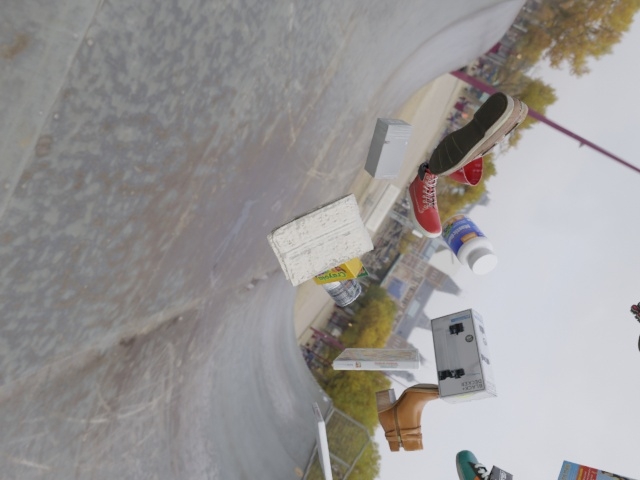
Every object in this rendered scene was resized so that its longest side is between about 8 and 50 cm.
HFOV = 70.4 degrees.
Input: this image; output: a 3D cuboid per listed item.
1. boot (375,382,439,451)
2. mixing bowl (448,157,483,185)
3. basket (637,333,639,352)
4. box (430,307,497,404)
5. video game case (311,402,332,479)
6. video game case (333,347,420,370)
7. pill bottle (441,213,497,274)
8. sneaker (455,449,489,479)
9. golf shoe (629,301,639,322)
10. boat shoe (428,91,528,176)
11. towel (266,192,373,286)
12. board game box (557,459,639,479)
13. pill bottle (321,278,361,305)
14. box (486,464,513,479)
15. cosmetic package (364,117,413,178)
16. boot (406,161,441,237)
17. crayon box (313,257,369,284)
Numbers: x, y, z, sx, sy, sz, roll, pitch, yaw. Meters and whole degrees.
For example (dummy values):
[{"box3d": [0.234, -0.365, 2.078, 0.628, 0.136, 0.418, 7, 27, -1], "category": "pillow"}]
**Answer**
[{"box3d": [0.331, 0.634, 1.615, 0.284, 0.220, 0.109, -21, 163, 29], "category": "boot"}, {"box3d": [0.528, -0.293, 1.704, 0.182, 0.098, 0.181, -2, 93, -47], "category": "mixing bowl"}, {"box3d": [0.993, 0.297, 1.197, 0.204, 0.154, 0.227, -54, -153, -6], "category": "basket"}, {"box3d": [0.486, 0.396, 1.556, 0.169, 0.087, 0.289, -23, -131, 33], "category": "box"}, {"box3d": [0.004, 0.651, 1.465, 0.183, 0.023, 0.201, 168, -86, -82], "category": "video game case"}, {"box3d": [0.153, 0.305, 1.178, 0.227, 0.207, 0.026, 25, 63, -78], "category": "video game case"}, {"box3d": [0.639, 0.017, 1.948, 0.152, 0.153, 0.272, -63, -152, 29], "category": "pill bottle"}, {"box3d": [0.534, 0.790, 1.415, 0.121, 0.108, 0.302, -51, -143, 26], "category": "sneaker"}, {"box3d": [1.248, 0.316, 1.633, 0.120, 0.105, 0.272, -47, -146, 29], "category": "golf shoe"}, {"box3d": [0.436, -0.271, 1.262, 0.307, 0.105, 0.110, -41, -131, 48], "category": "boat shoe"}, {"box3d": [0.000, 0.000, 1.322, 0.283, 0.187, 0.049, -24, -163, -4], "category": "towel"}, {"box3d": [0.948, 0.888, 1.500, 0.308, 0.302, 0.086, -14, 101, -52], "category": "board game box"}, {"box3d": [0.054, 0.149, 1.918, 0.131, 0.245, 0.130, -35, -164, 11], "category": "pill bottle"}, {"box3d": [0.423, 0.764, 1.186, 0.216, 0.060, 0.269, 0, 111, -65], "category": "box"}, {"box3d": [0.281, -0.382, 1.894, 0.127, 0.107, 0.237, -5, 124, -24], "category": "cosmetic package"}, {"box3d": [0.377, -0.146, 1.573, 0.176, 0.089, 0.244, 106, -24, -53], "category": "boot"}, {"box3d": [0.017, 0.054, 1.697, 0.202, 0.318, 0.081, -17, -150, 42], "category": "crayon box"}]
